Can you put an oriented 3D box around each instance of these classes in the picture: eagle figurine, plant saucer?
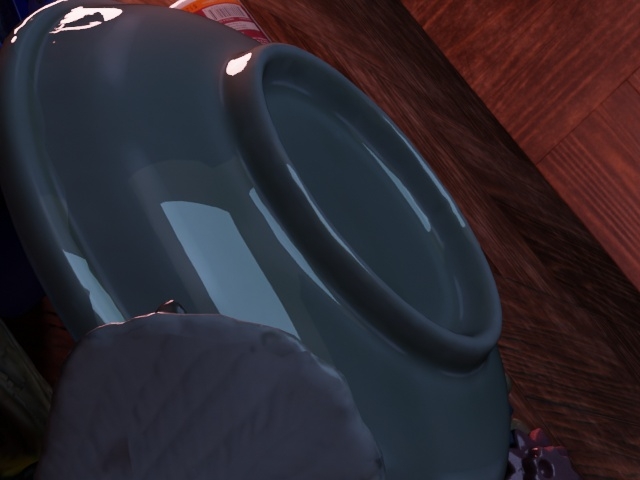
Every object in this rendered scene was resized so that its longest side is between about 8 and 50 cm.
[{"bbox_3d":[-0.117,0.160,0.336,0.298,0.226,0.225,-55,145,-47],"label":"eagle figurine"},{"bbox_3d":[0.000,0.000,0.744,0.400,0.100,0.400,42,24,-24],"label":"plant saucer"}]

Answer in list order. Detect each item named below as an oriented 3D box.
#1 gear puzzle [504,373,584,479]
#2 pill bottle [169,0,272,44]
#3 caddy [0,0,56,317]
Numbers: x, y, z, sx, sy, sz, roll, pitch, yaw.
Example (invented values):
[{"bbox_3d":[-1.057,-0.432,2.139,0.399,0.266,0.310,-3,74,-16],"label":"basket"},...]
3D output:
[{"bbox_3d":[0.079,0.206,0.830,0.175,0.044,0.339,46,42,-8],"label":"gear puzzle"},{"bbox_3d":[-0.075,-0.135,1.304,0.221,0.121,0.121,54,20,25],"label":"pill bottle"},{"bbox_3d":[-0.225,-0.118,0.841,0.241,0.179,0.341,26,26,-44],"label":"caddy"}]
